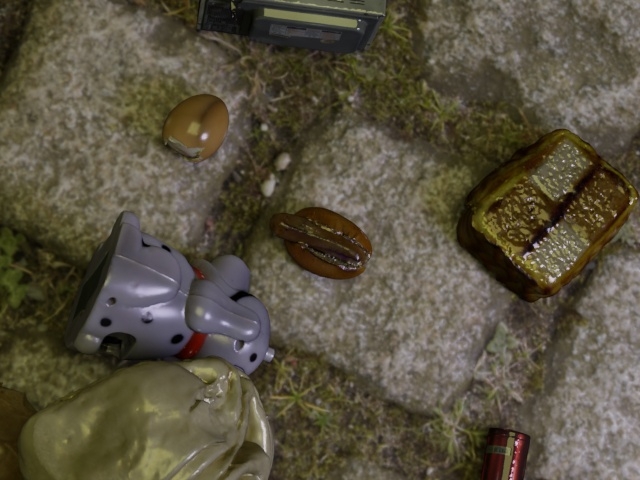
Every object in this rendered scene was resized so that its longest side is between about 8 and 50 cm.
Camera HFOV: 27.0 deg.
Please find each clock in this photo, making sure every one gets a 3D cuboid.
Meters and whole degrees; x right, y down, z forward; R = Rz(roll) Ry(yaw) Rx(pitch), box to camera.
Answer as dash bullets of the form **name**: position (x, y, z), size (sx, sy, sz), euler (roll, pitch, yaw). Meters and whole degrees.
- **clock**: position (-0.171, 0.089, 1.668), size (0.254, 0.189, 0.189), euler (18, 75, -18)

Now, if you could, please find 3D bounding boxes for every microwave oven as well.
- **microwave oven**: position (-0.038, -0.356, 1.791), size (0.240, 0.145, 0.194), euler (6, 79, -8)

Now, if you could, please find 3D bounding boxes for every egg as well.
- **egg**: position (-0.161, -0.151, 1.757), size (0.080, 0.080, 0.096), euler (32, 78, -1)

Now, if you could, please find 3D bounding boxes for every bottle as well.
- **bottle**: position (0.232, 0.329, 1.729), size (0.060, 0.060, 0.164), euler (14, 76, -6)

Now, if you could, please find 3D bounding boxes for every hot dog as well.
- **hot dog**: position (0.001, -0.002, 1.762), size (0.140, 0.060, 0.090), euler (31, 70, 2)

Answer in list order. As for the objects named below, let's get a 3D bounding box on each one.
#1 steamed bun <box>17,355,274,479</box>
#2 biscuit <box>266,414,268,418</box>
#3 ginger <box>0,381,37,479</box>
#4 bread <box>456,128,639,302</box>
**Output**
- **steamed bun**: position (-0.180, 0.271, 1.532), size (0.276, 0.289, 0.203), euler (-24, 68, -4)
- **biscuit**: position (-0.141, 0.244, 1.703), size (0.152, 0.020, 0.152), euler (2, 77, -9)
- **ginger**: position (-0.459, 0.345, 1.602), size (0.375, 0.166, 0.236), euler (-40, 123, 4)
- **bread**: position (0.305, -0.039, 1.803), size (0.222, 0.096, 0.181), euler (-43, 90, -16)
